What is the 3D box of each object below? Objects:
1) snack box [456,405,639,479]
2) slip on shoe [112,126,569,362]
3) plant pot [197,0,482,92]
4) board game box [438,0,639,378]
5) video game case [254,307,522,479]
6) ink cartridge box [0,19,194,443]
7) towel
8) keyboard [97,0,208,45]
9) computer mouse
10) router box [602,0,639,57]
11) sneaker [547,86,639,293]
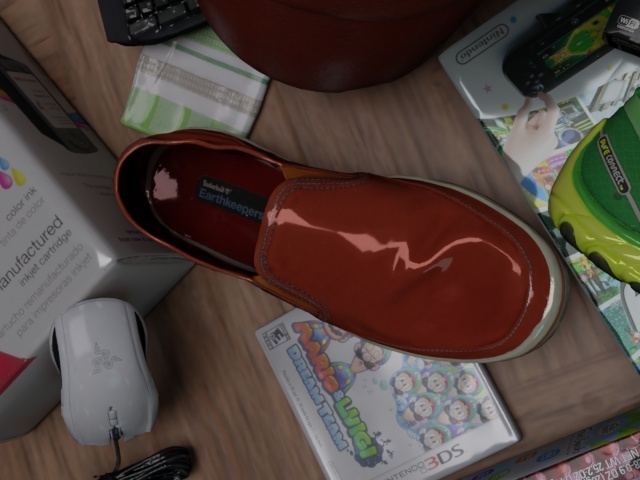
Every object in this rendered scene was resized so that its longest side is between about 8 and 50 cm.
[{"bbox_3d":[0.154,0.230,0.641,0.207,0.070,0.174,-27,86,20],"label":"snack box"},{"bbox_3d":[0.000,0.000,0.660,0.331,0.101,0.123,21,102,23],"label":"slip on shoe"},{"bbox_3d":[0.016,-0.217,0.563,0.272,0.265,0.272,1,81,-5],"label":"plant pot"},{"bbox_3d":[0.249,-0.046,0.597,0.224,0.097,0.303,-34,80,17],"label":"board game box"},{"bbox_3d":[0.045,0.102,0.712,0.143,0.019,0.157,-30,80,17],"label":"video game case"},{"bbox_3d":[-0.285,-0.020,0.776,0.226,0.131,0.306,-46,77,15],"label":"ink cartridge box"},{"bbox_3d":[-0.088,-0.144,0.760,0.113,0.023,0.152,23,98,20],"label":"towel"},{"bbox_3d":[-0.106,-0.315,0.748,0.202,0.033,0.317,-17,80,13],"label":"keyboard"},{"bbox_3d":[-0.152,0.125,0.707,0.106,0.042,0.193,-11,128,-12],"label":"computer mouse"},{"bbox_3d":[0.229,-0.131,0.534,0.122,0.038,0.092,25,97,19],"label":"router box"},{"bbox_3d":[0.261,0.010,0.484,0.296,0.109,0.123,28,101,17],"label":"sneaker"}]
